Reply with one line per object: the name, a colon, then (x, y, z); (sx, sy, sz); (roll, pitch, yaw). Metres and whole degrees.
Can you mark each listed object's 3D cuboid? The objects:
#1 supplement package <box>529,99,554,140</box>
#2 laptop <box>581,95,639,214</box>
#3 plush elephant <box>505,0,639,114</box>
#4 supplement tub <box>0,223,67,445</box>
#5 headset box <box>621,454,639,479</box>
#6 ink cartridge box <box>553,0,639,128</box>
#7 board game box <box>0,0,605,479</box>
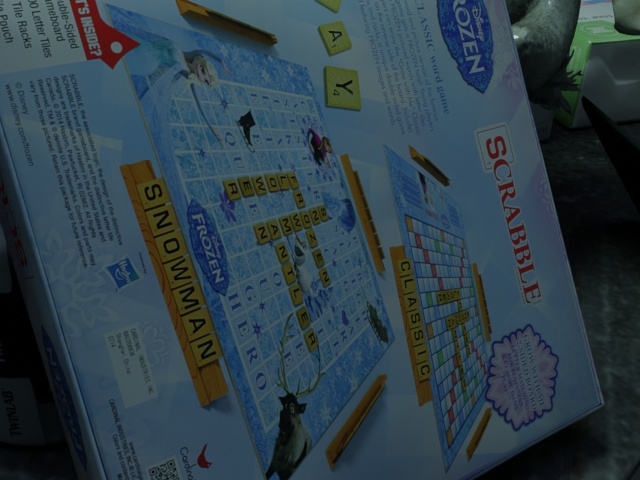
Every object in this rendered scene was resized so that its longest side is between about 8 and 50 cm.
supplement package: (0.117, -0.194, 0.931); (0.262, 0.145, 0.204); (-17, 35, -28)
laptop: (0.374, -0.020, 0.670); (0.265, 0.136, 0.234); (-2, 32, -7)
plush elephant: (0.168, -0.256, 0.669); (0.330, 0.255, 0.271); (10, 33, -34)
supplement tub: (-0.180, 0.024, 0.500); (0.117, 0.190, 0.117); (2, 32, -1)
headset box: (0.252, 0.164, 0.322); (0.246, 0.131, 0.283); (22, 41, 36)
ink cartridge box: (0.344, -0.287, 1.129); (0.207, 0.119, 0.353); (-9, 33, -18)
board game box: (0.000, 0.000, 0.449); (0.318, 0.318, 0.066); (-17, 5, -30)
